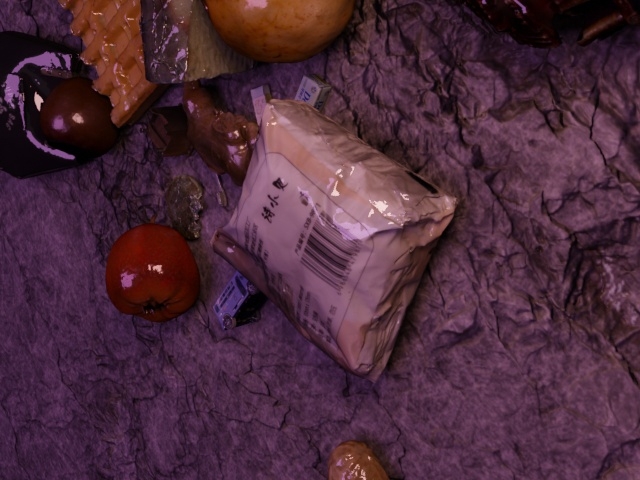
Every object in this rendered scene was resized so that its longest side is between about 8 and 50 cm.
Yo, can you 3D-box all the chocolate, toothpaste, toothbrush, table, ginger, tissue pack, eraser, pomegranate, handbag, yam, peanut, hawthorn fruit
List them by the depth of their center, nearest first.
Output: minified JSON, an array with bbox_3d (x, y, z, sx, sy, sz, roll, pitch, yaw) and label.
[{"bbox_3d":[-0.062,-0.403,1.426,0.260,0.260,0.260,13,108,43],"label":"pomegranate"},{"bbox_3d":[0.000,0.000,1.482,0.390,0.195,0.375,40,130,21],"label":"tissue pack"},{"bbox_3d":[-0.033,-0.205,1.587,0.046,0.034,0.164,42,126,26],"label":"toothpaste"},{"bbox_3d":[0.078,0.453,1.587,0.108,0.095,0.225,-17,88,49],"label":"peanut"},{"bbox_3d":[-0.229,-0.415,1.612,0.201,0.202,0.271,12,108,50],"label":"yam"},{"bbox_3d":[-0.100,-0.234,1.656,0.038,0.019,0.083,-10,92,47],"label":"eraser"},{"bbox_3d":[-0.163,-0.171,1.686,0.333,0.080,0.166,48,148,32],"label":"ginger"},{"bbox_3d":[-0.211,-0.159,1.787,0.014,0.017,0.194,-19,84,40],"label":"toothbrush"},{"bbox_3d":[-0.296,-0.214,1.811,0.083,0.082,0.070,52,130,24],"label":"table"},{"bbox_3d":[-0.336,0.045,1.861,0.196,0.197,0.225,-37,51,43],"label":"hawthorn fruit"},{"bbox_3d":[-0.503,-0.264,1.955,0.177,0.177,0.176,13,108,43],"label":"chocolate"},{"bbox_3d":[-0.647,-0.303,2.107,0.288,0.152,0.342,7,105,31],"label":"handbag"}]

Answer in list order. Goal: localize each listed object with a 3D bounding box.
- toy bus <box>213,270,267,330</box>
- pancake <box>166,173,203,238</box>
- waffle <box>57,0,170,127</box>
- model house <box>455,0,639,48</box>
[{"bbox_3d":[-0.137,0.097,1.732,0.076,0.073,0.167,56,133,23],"label":"toy bus"},{"bbox_3d":[-0.274,-0.070,1.866,0.116,0.023,0.129,36,123,37],"label":"pancake"},{"bbox_3d":[-0.385,-0.435,1.854,0.304,0.078,0.348,-33,76,43],"label":"waffle"},{"bbox_3d":[0.254,-0.393,1.166,0.317,0.297,0.282,40,147,-16],"label":"model house"}]
